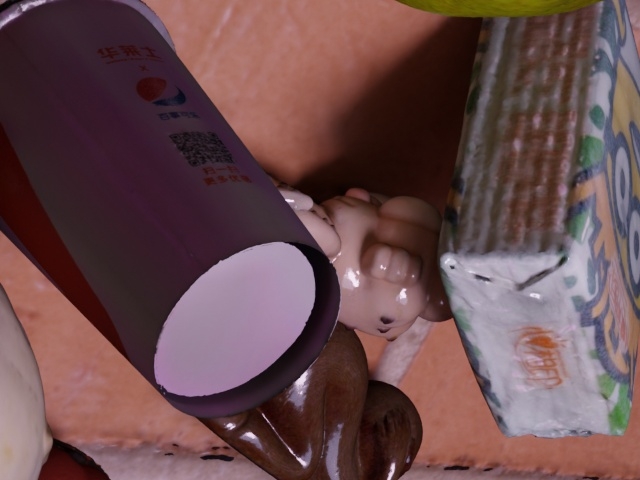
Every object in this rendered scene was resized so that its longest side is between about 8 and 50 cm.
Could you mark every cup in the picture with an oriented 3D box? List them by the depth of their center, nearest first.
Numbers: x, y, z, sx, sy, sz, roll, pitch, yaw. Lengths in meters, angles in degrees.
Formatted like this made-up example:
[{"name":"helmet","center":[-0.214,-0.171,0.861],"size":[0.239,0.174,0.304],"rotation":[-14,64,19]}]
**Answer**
[{"name":"cup","center":[-0.118,-0.020,1.122],"size":[0.203,0.288,0.203],"rotation":[-21,133,-24]}]

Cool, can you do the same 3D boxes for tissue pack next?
[{"name":"tissue pack","center":[0.188,-0.029,1.341],"size":[0.128,0.311,0.228],"rotation":[-4,139,20]}]

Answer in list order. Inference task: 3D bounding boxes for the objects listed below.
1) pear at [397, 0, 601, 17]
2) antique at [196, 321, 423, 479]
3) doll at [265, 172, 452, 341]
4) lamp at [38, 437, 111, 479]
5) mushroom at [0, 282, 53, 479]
[{"name":"pear","center":[0.119,-0.249,1.125],"size":[0.176,0.282,0.286],"rotation":[-27,135,-29]},{"name":"antique","center":[0.002,0.150,1.478],"size":[0.143,0.121,0.257],"rotation":[-50,131,-5]},{"name":"doll","center":[-0.002,0.000,1.333],"size":[0.278,0.154,0.119],"rotation":[23,79,-43]},{"name":"lamp","center":[-0.242,0.256,1.303],"size":[0.227,0.227,0.227],"rotation":[-20,133,-23]},{"name":"mushroom","center":[-0.358,0.117,1.091],"size":[0.336,0.314,0.314],"rotation":[-32,141,18]}]
